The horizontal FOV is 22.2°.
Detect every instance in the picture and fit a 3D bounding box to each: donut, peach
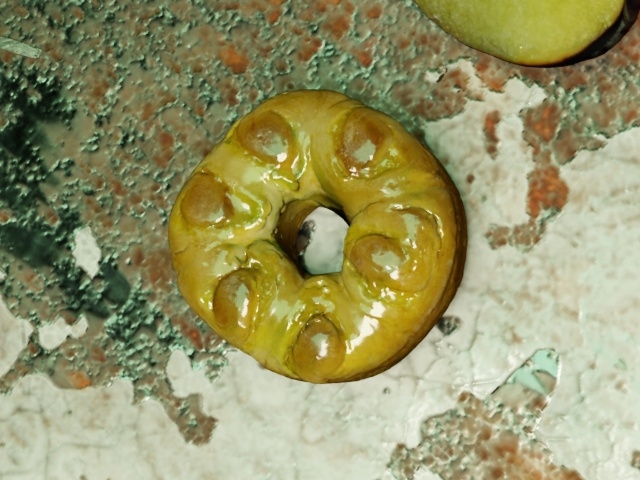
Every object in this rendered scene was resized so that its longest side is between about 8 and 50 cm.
[{"bbox_3d":[0.002,-0.001,1.231,0.227,0.114,0.226,-4,77,18],"label":"donut"},{"bbox_3d":[0.156,-0.230,1.241,0.279,0.068,0.189,17,113,40],"label":"peach"}]

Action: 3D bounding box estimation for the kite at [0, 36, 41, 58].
[{"bbox_3d":[-0.313,-0.180,1.435,0.152,0.005,0.137,28,91,22],"label":"kite"}]
